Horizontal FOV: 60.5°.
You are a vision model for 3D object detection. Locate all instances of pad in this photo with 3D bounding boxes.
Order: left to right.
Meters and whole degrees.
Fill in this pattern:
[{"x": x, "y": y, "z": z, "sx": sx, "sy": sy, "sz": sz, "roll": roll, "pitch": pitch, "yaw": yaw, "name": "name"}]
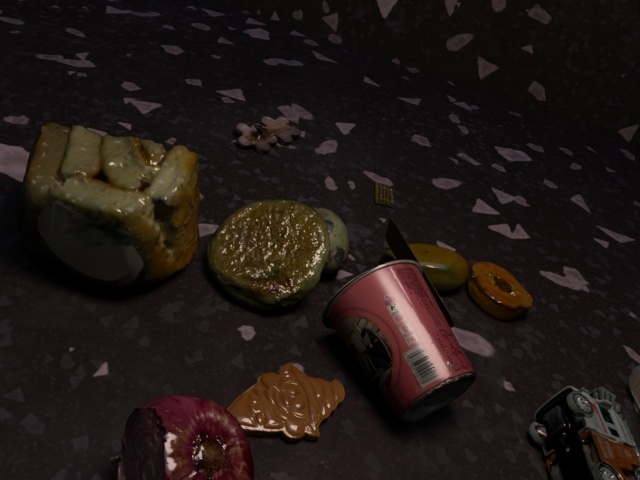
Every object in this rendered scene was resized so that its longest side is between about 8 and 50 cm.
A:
[{"x": 0.217, "y": 0.083, "z": 1.234, "sx": 0.002, "sy": 0.176, "sz": 0.266, "roll": -28, "pitch": 75, "yaw": -6, "name": "pad"}]

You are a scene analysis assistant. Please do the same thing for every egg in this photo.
[{"x": 0.000, "y": 0.000, "z": 1.315, "sx": 0.141, "sy": 0.141, "sz": 0.181, "roll": -8, "pitch": 49, "yaw": -32, "name": "egg"}]

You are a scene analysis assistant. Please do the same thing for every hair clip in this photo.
[{"x": -0.170, "y": -0.352, "z": 1.780, "sx": 0.146, "sy": 0.075, "sz": 0.257, "roll": 35, "pitch": 32, "yaw": 18, "name": "hair clip"}]

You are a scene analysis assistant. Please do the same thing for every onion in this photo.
[{"x": -0.180, "y": 0.326, "z": 0.773, "sx": 0.201, "sy": 0.200, "sz": 0.207, "roll": -3, "pitch": 28, "yaw": -28, "name": "onion"}]

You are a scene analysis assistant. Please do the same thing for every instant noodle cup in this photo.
[{"x": 0.162, "y": 0.202, "z": 1.071, "sx": 0.244, "sy": 0.243, "sz": 0.255, "roll": -8, "pitch": 52, "yaw": -33, "name": "instant noodle cup"}]

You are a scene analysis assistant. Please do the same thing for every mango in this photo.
[{"x": 0.264, "y": 0.060, "z": 1.398, "sx": 0.238, "sy": 0.091, "sz": 0.137, "roll": 15, "pitch": 31, "yaw": -4, "name": "mango"}]

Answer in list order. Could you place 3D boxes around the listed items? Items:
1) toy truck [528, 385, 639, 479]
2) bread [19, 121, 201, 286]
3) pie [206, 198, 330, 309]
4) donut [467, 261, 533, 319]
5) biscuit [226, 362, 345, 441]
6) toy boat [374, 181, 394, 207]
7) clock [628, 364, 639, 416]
[{"x": 0.514, "y": 0.418, "z": 1.001, "sx": 0.185, "sy": 0.133, "sz": 0.338, "roll": 22, "pitch": 37, "yaw": -13, "name": "toy truck"}, {"x": -0.456, "y": -0.065, "z": 1.108, "sx": 0.396, "sy": 0.239, "sz": 0.264, "roll": 13, "pitch": 39, "yaw": 1, "name": "bread"}, {"x": -0.113, "y": 0.022, "z": 1.218, "sx": 0.277, "sy": 0.078, "sz": 0.276, "roll": -1, "pitch": 57, "yaw": 1, "name": "pie"}, {"x": 0.452, "y": 0.132, "z": 1.413, "sx": 0.162, "sy": 0.065, "sz": 0.178, "roll": 6, "pitch": 36, "yaw": -26, "name": "donut"}, {"x": -0.062, "y": 0.294, "z": 0.990, "sx": 0.250, "sy": 0.035, "sz": 0.162, "roll": -9, "pitch": 39, "yaw": -31, "name": "biscuit"}, {"x": 0.197, "y": -0.142, "z": 1.703, "sx": 0.063, "sy": 0.016, "sz": 0.115, "roll": 14, "pitch": 36, "yaw": -6, "name": "toy boat"}, {"x": 0.785, "y": 0.354, "z": 1.229, "sx": 0.144, "sy": 0.103, "sz": 0.231, "roll": 15, "pitch": 37, "yaw": -8, "name": "clock"}]
